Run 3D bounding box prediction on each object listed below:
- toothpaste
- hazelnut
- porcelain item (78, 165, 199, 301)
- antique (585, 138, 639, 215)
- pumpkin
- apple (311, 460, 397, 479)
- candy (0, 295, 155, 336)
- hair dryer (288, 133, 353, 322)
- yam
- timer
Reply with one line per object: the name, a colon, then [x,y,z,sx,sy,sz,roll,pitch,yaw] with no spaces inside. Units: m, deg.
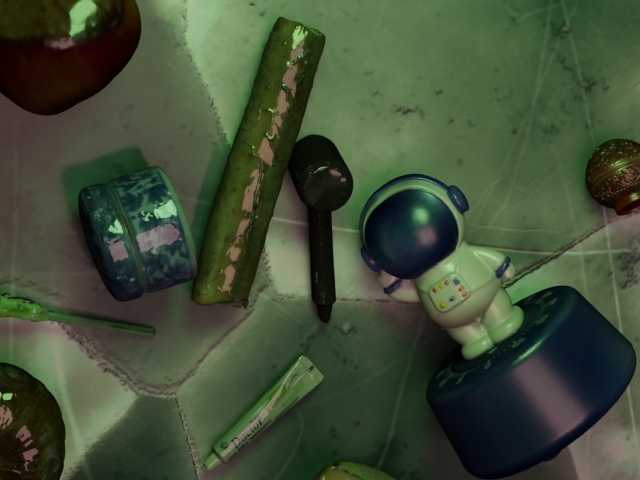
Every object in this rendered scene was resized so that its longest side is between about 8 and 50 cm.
toothpaste: [-0.079,0.231,1.899,0.197,0.029,0.048,-43,112,-8]
hazelnut: [-0.297,-0.236,1.644,0.208,0.208,0.208,-4,104,-17]
porcelain item: [-0.221,-0.006,1.730,0.114,0.147,0.147,-19,108,-13]
antique: [0.405,-0.090,1.945,0.104,0.104,0.104,-4,104,-17]
pumpkin: [-0.409,0.250,1.725,0.218,0.162,0.219,-5,108,-14]
apple: [0.063,0.404,1.943,0.265,0.120,0.193,31,105,-19]
candy: [-0.340,0.083,1.765,0.305,0.083,0.091,11,83,-29]
hair dryer: [-0.001,-0.001,1.835,0.070,0.114,0.248,-4,112,-9]
yam: [-0.080,-0.092,1.797,0.083,0.083,0.372,13,98,-21]
timer: [0.192,0.084,1.860,0.270,0.270,0.383,-39,97,-6]
